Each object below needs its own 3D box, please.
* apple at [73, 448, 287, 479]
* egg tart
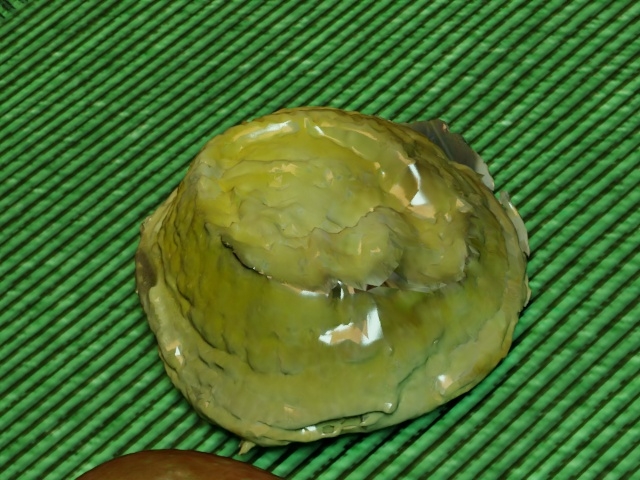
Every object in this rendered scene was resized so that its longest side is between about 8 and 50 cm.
[{"bbox_3d":[-0.056,0.186,0.811,0.181,0.181,0.168,-43,31,-22],"label":"apple"},{"bbox_3d":[0.000,0.000,1.011,0.232,0.098,0.252,5,48,14],"label":"egg tart"}]
